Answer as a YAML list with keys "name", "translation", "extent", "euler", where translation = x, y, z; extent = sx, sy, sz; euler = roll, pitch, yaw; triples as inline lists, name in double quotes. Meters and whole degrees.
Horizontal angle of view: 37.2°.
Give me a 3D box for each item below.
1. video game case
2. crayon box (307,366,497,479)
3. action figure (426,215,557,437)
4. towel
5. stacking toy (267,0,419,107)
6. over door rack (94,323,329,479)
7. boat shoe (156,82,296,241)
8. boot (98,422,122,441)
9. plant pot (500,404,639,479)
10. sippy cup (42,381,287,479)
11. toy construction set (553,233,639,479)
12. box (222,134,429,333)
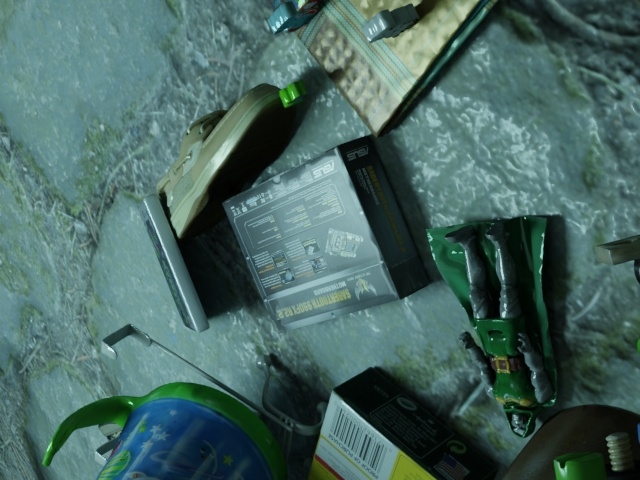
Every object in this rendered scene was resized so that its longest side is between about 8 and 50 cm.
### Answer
- name: "video game case"
  translation: [-0.205, 0.033, 1.311]
  extent: [0.173, 0.022, 0.190]
  euler: [170, 78, -77]
- name: "crayon box"
  translation: [0.075, 0.339, 1.177]
  extent: [0.202, 0.081, 0.318]
  euler: [37, 130, 29]
- name: "action figure"
  translation: [0.188, 0.096, 0.971]
  extent: [0.137, 0.063, 0.232]
  euler: [-4, 108, 43]
- name: "towel"
  translation: [0.074, -0.310, 0.918]
  extent: [0.271, 0.040, 0.370]
  euler: [55, 139, 14]
- name: "stacking toy"
  translation: [-0.008, -0.251, 0.973]
  extent: [0.221, 0.052, 0.167]
  euler: [-28, 85, 52]
- name: "over door rack"
  translation: [-0.151, 0.259, 1.331]
  extent: [0.324, 0.108, 0.239]
  euler: [20, 124, 14]
- name: "boat shoe"
  translation: [-0.130, -0.108, 1.168]
  extent: [0.098, 0.109, 0.302]
  euler: [57, 143, 10]
- name: "boot"
  translation: [-0.248, 0.344, 1.514]
  extent: [0.236, 0.085, 0.179]
  euler: [-20, 98, 48]
- name: "plant pot"
  translation: [0.228, 0.300, 0.892]
  extent: [0.215, 0.230, 0.215]
  euler: [20, 121, 38]
- name: "sippy cup"
  translation: [-0.191, 0.334, 1.187]
  extent: [0.305, 0.224, 0.240]
  euler: [0, 117, 27]
- name: "toy construction set"
  translation: [0.340, 0.064, 0.708]
  extent: [0.308, 0.257, 0.237]
  euler: [-12, 87, 27]
- name: "box"
  translation: [0.000, 0.000, 1.118]
  extent: [0.231, 0.056, 0.183]
  euler: [-22, 92, 48]
